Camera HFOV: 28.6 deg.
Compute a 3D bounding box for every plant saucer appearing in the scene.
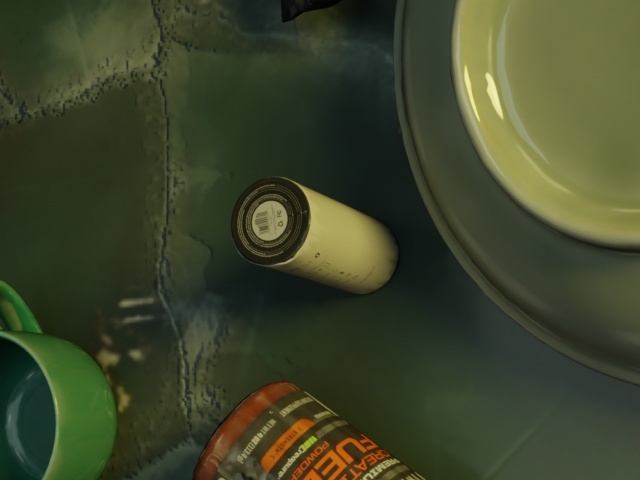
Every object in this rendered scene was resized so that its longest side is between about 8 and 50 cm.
[{"bbox_3d":[0.183,-0.104,0.676,0.401,0.101,0.400,7,101,39],"label":"plant saucer"}]

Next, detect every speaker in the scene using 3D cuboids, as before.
[{"bbox_3d":[0.000,0.000,0.790,0.055,0.136,0.055,-5,79,26],"label":"speaker"}]

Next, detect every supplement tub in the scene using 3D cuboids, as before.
[{"bbox_3d":[0.022,0.180,0.779,0.198,0.106,0.106,33,98,22],"label":"supplement tub"}]

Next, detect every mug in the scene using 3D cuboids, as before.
[{"bbox_3d":[-0.206,0.117,0.889,0.130,0.097,0.157,17,91,25],"label":"mug"}]

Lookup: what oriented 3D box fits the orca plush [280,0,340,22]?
[{"bbox_3d":[0.001,-0.299,0.843,0.102,0.151,0.287,-11,75,-9],"label":"orca plush"}]
